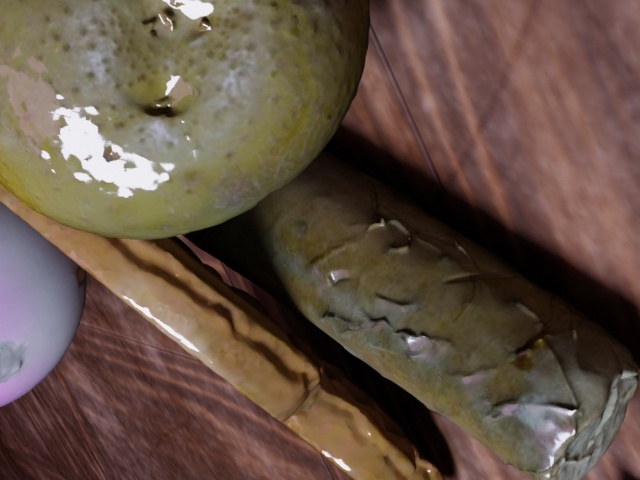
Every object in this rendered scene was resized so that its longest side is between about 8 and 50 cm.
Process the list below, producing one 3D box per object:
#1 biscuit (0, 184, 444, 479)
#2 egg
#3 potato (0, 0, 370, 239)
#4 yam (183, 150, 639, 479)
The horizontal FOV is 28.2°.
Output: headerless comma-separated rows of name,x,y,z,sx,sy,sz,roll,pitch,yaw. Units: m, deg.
biscuit,-0.044,0.044,0.604,0.289,0.044,0.202,40,173,-26
egg,-0.274,0.007,0.894,0.271,0.196,0.196,43,156,54
potato,-0.065,-0.086,0.479,0.157,0.157,0.194,63,179,-16
yam,0.000,0.000,0.545,0.317,0.067,0.071,34,106,38
